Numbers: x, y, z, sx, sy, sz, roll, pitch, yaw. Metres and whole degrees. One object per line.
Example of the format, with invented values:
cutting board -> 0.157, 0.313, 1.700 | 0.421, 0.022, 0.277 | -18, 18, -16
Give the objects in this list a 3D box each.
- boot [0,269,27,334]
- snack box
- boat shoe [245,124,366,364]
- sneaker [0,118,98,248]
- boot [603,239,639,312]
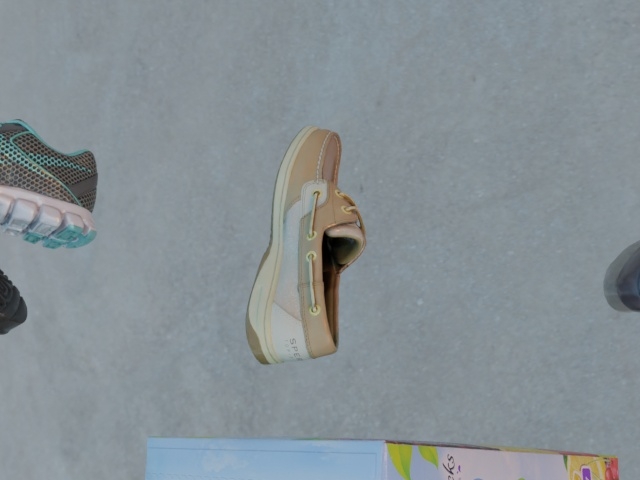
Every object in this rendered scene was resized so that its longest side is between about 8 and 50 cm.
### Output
boot -> -0.623, 0.062, 1.166 | 0.348, 0.260, 0.131 | 57, -175, -16
snack box -> 0.036, 0.144, 0.448 | 0.174, 0.207, 0.070 | -13, 68, 44
boat shoe -> 0.000, 0.000, 0.411 | 0.045, 0.050, 0.135 | 0, 60, 18
sneaker -> -0.226, -0.052, 0.555 | 0.065, 0.166, 0.076 | -26, 49, 50
boot -> 0.133, 0.012, 0.278 | 0.087, 0.118, 0.042 | -19, 94, 56
